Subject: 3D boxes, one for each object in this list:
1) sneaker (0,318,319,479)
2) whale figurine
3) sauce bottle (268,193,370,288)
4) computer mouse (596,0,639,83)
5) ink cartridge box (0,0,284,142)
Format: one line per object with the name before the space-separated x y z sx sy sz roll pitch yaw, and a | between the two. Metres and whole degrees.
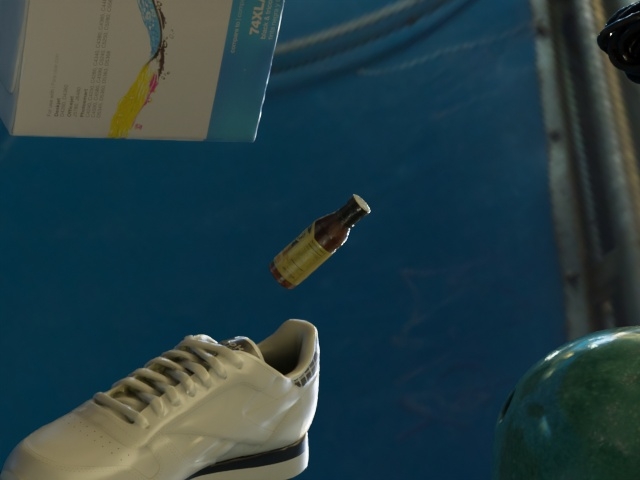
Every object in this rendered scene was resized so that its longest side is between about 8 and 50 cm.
sneaker | -0.091 0.105 0.800 0.090 0.094 0.235 28 -157 33
whale figurine | 0.136 0.168 0.717 0.141 0.272 0.216 32 172 4
sauce bottle | 0.000 0.000 1.437 0.042 0.128 0.042 43 -163 -16
computer mouse | 0.175 -0.214 0.611 0.060 0.184 0.262 -8 -92 -42
ink cartridge box | -0.208 -0.231 1.386 0.270 0.197 0.198 -1 -150 -29
